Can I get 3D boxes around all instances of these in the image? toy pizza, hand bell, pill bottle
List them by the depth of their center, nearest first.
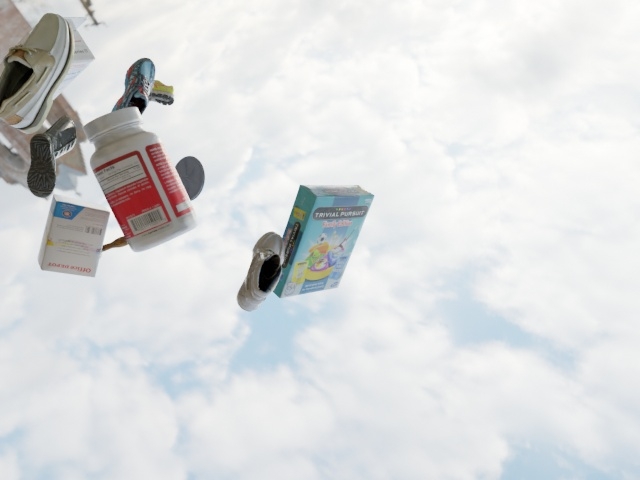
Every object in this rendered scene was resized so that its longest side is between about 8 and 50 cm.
[{"bbox_3d":[-0.557,-0.187,1.713,0.229,0.407,0.229,-22,-170,4],"label":"pill bottle"},{"bbox_3d":[-0.816,0.025,2.119,0.242,0.126,0.126,-18,-139,8],"label":"hand bell"},{"bbox_3d":[-0.576,-0.271,2.447,0.201,0.032,0.201,-1,-92,33],"label":"toy pizza"}]

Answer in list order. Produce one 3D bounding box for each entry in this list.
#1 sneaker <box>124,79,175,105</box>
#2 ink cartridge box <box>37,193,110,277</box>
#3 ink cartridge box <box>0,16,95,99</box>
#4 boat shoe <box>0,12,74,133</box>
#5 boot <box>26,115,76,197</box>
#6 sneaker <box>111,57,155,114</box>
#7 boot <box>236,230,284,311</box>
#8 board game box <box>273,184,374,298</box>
[{"bbox_3d":[-0.700,-0.626,2.297,0.209,0.081,0.094,15,-123,-13],"label":"sneaker"},{"bbox_3d":[-0.827,-0.015,1.861,0.168,0.171,0.232,23,-82,58],"label":"ink cartridge box"},{"bbox_3d":[-0.900,-0.584,1.834,0.354,0.119,0.207,-27,-171,31],"label":"ink cartridge box"},{"bbox_3d":[-0.677,-0.410,1.313,0.113,0.103,0.302,9,-100,19],"label":"boat shoe"},{"bbox_3d":[-0.736,-0.234,1.534,0.076,0.189,0.208,11,-160,-16],"label":"boot"},{"bbox_3d":[-0.619,-0.505,1.919,0.125,0.104,0.261,15,-96,44],"label":"sneaker"},{"bbox_3d":[-0.130,0.060,1.442,0.123,0.095,0.258,-40,-154,47],"label":"boot"},{"bbox_3d":[0.000,0.000,1.658,0.254,0.336,0.079,-6,-145,-46],"label":"board game box"}]
